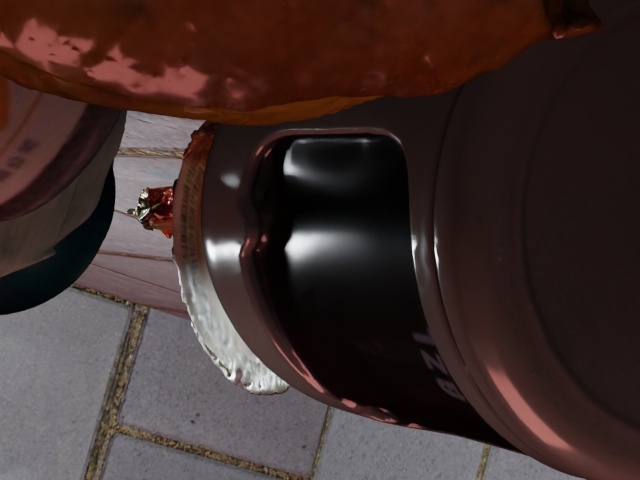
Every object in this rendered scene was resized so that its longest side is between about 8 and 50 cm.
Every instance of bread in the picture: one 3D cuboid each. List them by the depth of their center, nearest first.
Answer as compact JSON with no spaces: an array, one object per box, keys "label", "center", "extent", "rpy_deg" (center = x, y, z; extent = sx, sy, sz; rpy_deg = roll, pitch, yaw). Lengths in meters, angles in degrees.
[{"label":"bread","center":[-0.043,-0.100,0.475],"extent":[0.261,0.147,0.160],"rpy_deg":[15,171,-10]}]

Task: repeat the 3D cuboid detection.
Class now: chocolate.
[{"label":"chocolate","center":[0.005,-0.007,1.300],"extent":[0.147,0.221,0.221],"rpy_deg":[-12,-171,-32]}]

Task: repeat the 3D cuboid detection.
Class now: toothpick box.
[{"label":"toothpick box","center":[0.081,-0.019,0.838],"extent":[0.229,0.229,0.316],"rpy_deg":[19,174,-26]}]

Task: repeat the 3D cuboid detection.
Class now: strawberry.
[{"label":"strawberry","center":[-0.103,-0.027,1.742],"extent":[0.152,0.048,0.104],"rpy_deg":[3,168,-12]}]

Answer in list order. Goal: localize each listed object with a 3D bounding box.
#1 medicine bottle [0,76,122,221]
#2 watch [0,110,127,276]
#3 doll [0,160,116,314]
[{"label":"medicine bottle","center":[-0.222,-0.117,0.803],"extent":[0.165,0.165,0.273],"rpy_deg":[8,171,45]},{"label":"watch","center":[-0.233,-0.064,1.034],"extent":[0.241,0.161,0.253],"rpy_deg":[13,-147,-19]},{"label":"doll","center":[-0.277,-0.053,1.351],"extent":[0.322,0.186,0.198],"rpy_deg":[24,178,-40]}]
